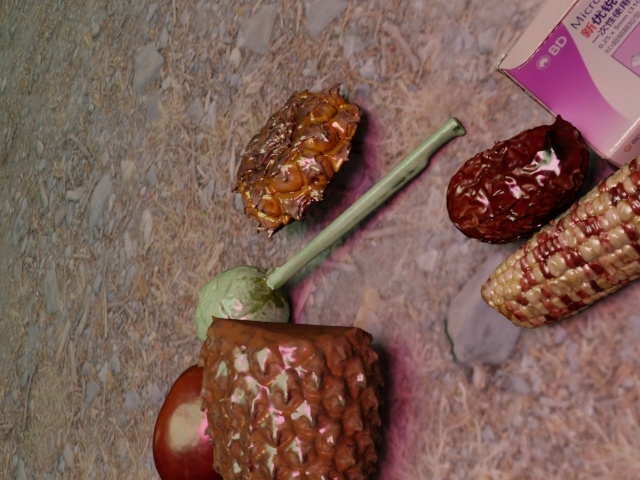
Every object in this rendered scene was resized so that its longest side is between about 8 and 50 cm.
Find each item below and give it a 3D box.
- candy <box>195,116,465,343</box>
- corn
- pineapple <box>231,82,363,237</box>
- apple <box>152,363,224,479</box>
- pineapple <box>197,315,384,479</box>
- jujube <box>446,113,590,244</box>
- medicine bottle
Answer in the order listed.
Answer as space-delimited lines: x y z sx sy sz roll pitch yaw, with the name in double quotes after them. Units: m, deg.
0.000 0.000 0.940 0.440 0.119 0.119 -42 51 26 "candy"
0.241 0.000 0.656 0.253 0.086 0.086 -42 51 35 "corn"
-0.039 -0.109 0.970 0.225 0.076 0.225 -38 30 27 "pineapple"
-0.130 0.231 0.968 0.147 0.156 0.158 -68 -23 -83 "apple"
-0.029 0.259 0.830 0.202 0.202 0.362 -4 85 49 "pineapple"
0.178 -0.046 0.712 0.166 0.104 0.104 147 128 -71 "jujube"
0.276 -0.185 0.689 0.201 0.052 0.171 -54 46 24 "medicine bottle"
